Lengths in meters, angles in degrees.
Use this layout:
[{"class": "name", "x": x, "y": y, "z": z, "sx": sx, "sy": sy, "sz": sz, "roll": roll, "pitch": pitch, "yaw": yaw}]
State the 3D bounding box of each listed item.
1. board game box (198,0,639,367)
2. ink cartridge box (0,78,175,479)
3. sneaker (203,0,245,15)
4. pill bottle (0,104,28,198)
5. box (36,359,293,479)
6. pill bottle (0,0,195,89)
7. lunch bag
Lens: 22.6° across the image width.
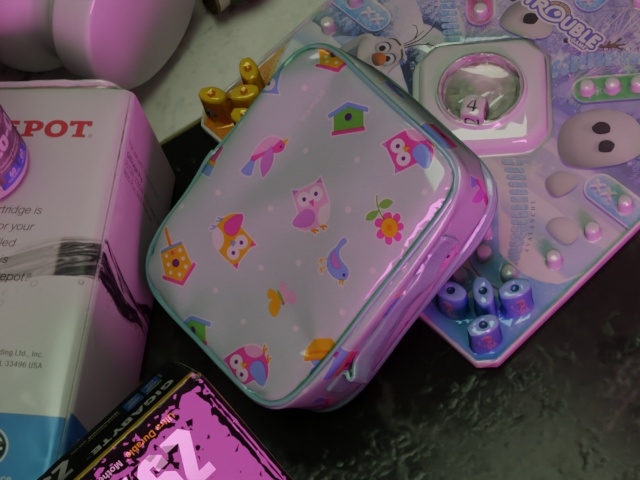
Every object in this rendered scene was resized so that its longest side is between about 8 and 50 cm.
[{"class": "board game box", "x": 0.146, "y": -0.138, "z": 1.456, "sx": 0.390, "sy": 0.050, "sz": 0.390, "roll": -43, "pitch": 61, "yaw": -12}, {"class": "ink cartridge box", "x": -0.303, "y": 0.071, "z": 1.371, "sx": 0.285, "sy": 0.166, "sz": 0.395, "roll": 2, "pitch": 62, "yaw": 12}, {"class": "sneaker", "x": -0.105, "y": -0.309, "z": 1.600, "sx": 0.086, "sy": 0.064, "sz": 0.192, "roll": -24, "pitch": 60, "yaw": -10}, {"class": "pill bottle", "x": -0.292, "y": -0.094, "z": 1.282, "sx": 0.078, "sy": 0.137, "sz": 0.078, "roll": -5, "pitch": 60, "yaw": 9}, {"class": "box", "x": -0.138, "y": 0.288, "z": 1.180, "sx": 0.322, "sy": 0.079, "sz": 0.257, "roll": -42, "pitch": 106, "yaw": -12}, {"class": "pill bottle", "x": -0.313, "y": -0.284, "z": 1.542, "sx": 0.363, "sy": 0.210, "sz": 0.210, "roll": 24, "pitch": 69, "yaw": 23}, {"class": "lunch bag", "x": 0.000, "y": 0.000, "z": 1.335, "sx": 0.224, "sy": 0.108, "sz": 0.279, "roll": 43, "pitch": 104, "yaw": 24}]
